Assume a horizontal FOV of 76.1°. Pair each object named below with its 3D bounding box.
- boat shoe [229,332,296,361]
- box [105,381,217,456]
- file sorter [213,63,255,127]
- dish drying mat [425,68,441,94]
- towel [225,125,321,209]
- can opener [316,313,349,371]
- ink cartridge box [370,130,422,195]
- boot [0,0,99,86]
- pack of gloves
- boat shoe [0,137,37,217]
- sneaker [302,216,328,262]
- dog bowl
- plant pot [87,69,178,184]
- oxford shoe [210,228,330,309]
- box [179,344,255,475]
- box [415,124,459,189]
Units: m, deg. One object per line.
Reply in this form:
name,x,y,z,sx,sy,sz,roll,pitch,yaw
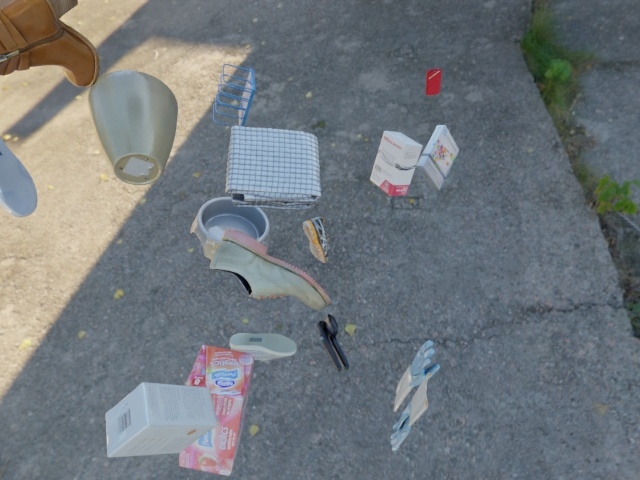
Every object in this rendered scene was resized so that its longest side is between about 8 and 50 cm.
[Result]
boat shoe,-0.194,0.368,1.388,0.228,0.081,0.079,6,34,3
box,-0.328,0.372,0.849,0.130,0.170,0.091,-40,52,16
file sorter,-0.292,-0.482,1.373,0.104,0.170,0.118,7,51,-24
dish drying mat,0.253,-0.353,0.914,0.032,0.083,0.008,-5,72,11
towel,-0.146,-0.217,1.272,0.284,0.121,0.235,1,71,-10
can opener,0.034,0.312,1.229,0.059,0.073,0.186,-5,44,-15
ink cartridge box,0.330,-0.342,1.807,0.100,0.237,0.172,-5,35,-29
boot,-0.554,-0.362,0.794,0.109,0.283,0.220,35,61,-7
pack of gloves,0.218,0.351,0.918,0.046,0.232,0.195,19,39,4
boat shoe,-0.629,-0.139,0.770,0.076,0.228,0.080,-24,13,24
sneaker,0.000,0.000,1.667,0.083,0.215,0.084,-34,38,-25
dog bowl,-0.380,-0.054,1.776,0.349,0.102,0.348,12,43,-12
plant pot,-0.543,-0.306,1.202,0.256,0.256,0.274,-19,58,2
oxford shoe,-0.151,0.126,1.248,0.146,0.397,0.140,-63,16,-20
box,-0.268,0.440,1.057,0.142,0.300,0.154,11,29,-3
box,0.429,-0.300,1.488,0.038,0.145,0.186,14,69,47
